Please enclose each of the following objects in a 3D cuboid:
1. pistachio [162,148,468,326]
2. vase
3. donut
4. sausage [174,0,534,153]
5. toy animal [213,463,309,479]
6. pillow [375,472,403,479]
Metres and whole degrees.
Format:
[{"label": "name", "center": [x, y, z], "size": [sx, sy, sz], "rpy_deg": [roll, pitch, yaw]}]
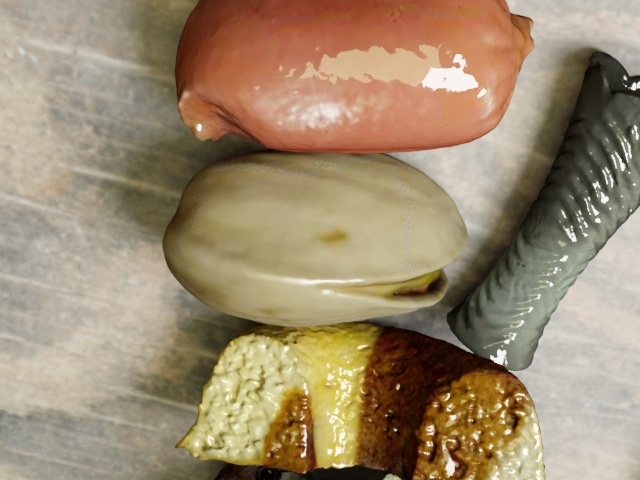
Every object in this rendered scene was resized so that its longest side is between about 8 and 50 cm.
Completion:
[{"label": "pistachio", "center": [0.000, 0.000, 0.868], "size": [0.237, 0.153, 0.138], "rpy_deg": [-1, 126, -29]}, {"label": "vase", "center": [0.189, -0.012, 0.883], "size": [0.115, 0.115, 0.237], "rpy_deg": [25, 113, -10]}, {"label": "donut", "center": [0.053, 0.124, 0.911], "size": [0.295, 0.151, 0.112], "rpy_deg": [9, 103, 20]}, {"label": "sausage", "center": [0.022, -0.129, 0.810], "size": [0.254, 0.148, 0.148], "rpy_deg": [0, 113, 1]}, {"label": "toy animal", "center": [-0.067, 0.244, 0.988], "size": [0.137, 0.098, 0.098], "rpy_deg": [-47, 106, -3]}, {"label": "pillow", "center": [0.024, 0.306, 0.981], "size": [0.280, 0.076, 0.274], "rpy_deg": [-3, 117, -34]}]
